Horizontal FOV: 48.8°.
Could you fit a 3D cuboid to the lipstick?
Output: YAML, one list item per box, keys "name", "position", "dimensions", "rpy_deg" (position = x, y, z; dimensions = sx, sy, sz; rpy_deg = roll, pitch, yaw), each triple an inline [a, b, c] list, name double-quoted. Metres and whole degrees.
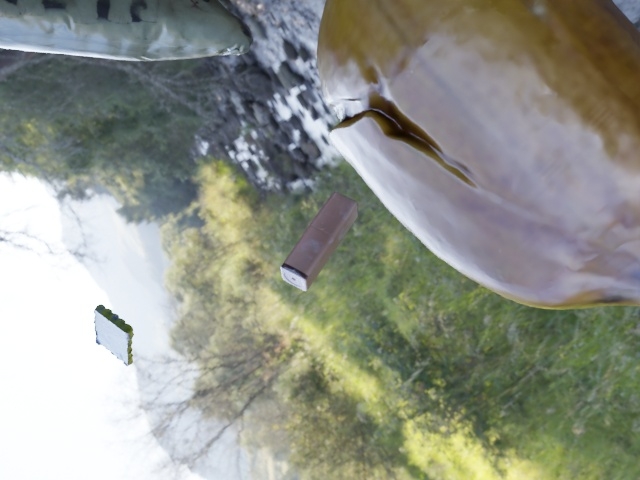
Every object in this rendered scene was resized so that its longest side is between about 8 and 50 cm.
- name: "lipstick"
  position: [0.000, 0.000, 1.011]
  dimensions: [0.045, 0.145, 0.045]
  rpy_deg: [26, 154, 18]

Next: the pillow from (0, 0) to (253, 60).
- name: "pillow"
  position: [-0.160, -0.159, 0.455]
  dimensions: [0.051, 0.241, 0.093]
  rpy_deg: [-53, 50, 49]

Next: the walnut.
- name: "walnut"
  position: [0.124, -0.079, 0.470]
  dimensions: [0.336, 0.209, 0.209]
  rpy_deg: [54, 173, 27]

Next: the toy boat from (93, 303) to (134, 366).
- name: "toy boat"
  position: [-0.283, 0.132, 0.970]
  dimensions: [0.063, 0.016, 0.115]
  rpy_deg: [36, 145, 8]
